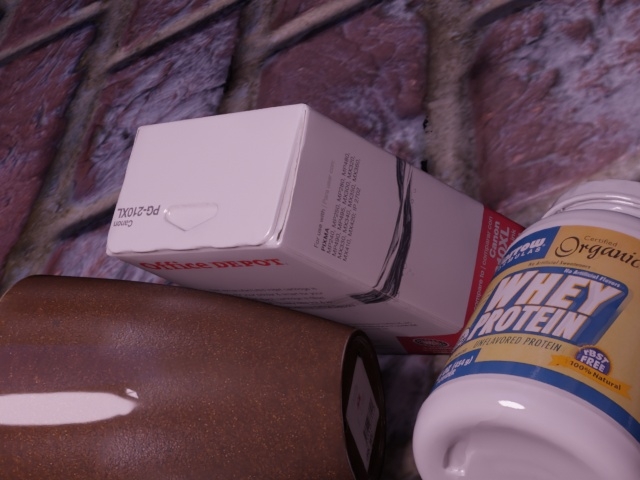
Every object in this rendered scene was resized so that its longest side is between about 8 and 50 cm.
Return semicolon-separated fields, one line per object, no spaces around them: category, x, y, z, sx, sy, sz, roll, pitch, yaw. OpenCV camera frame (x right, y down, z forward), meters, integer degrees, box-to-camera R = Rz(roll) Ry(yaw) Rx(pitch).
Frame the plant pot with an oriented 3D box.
plant pot;-0.079;0.120;1.051;0.231;0.215;0.215;-5;35;16

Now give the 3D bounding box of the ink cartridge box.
ink cartridge box;0.000;0.000;1.077;0.172;0.237;0.100;-3;68;44

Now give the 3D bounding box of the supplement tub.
supplement tub;0.153;0.073;0.909;0.144;0.144;0.199;-8;36;40
